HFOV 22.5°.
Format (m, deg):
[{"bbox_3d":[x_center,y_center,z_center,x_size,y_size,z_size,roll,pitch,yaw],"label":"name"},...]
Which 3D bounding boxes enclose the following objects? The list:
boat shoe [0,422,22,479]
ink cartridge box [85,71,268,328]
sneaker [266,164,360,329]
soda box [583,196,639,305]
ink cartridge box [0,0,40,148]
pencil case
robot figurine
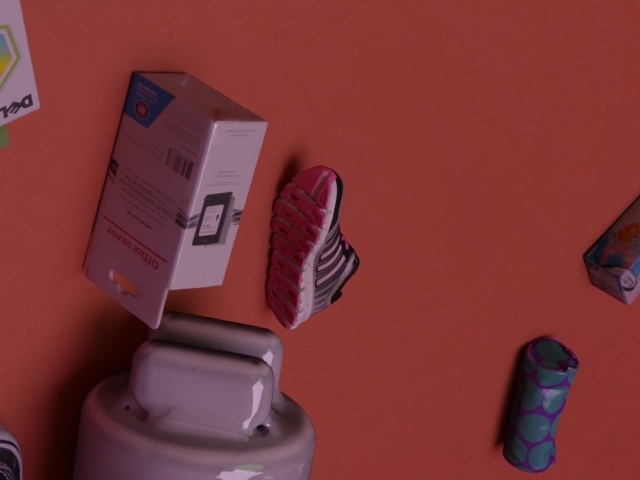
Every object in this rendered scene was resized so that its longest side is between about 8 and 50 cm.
[{"bbox_3d":[-0.294,0.293,1.316,0.108,0.102,0.301,2,115,-47],"label":"boat shoe"},{"bbox_3d":[-0.118,-0.032,1.275,0.060,0.104,0.180,-5,120,-46],"label":"ink cartridge box"},{"bbox_3d":[0.000,0.000,1.459,0.074,0.063,0.170,-19,134,-37],"label":"sneaker"},{"bbox_3d":[0.390,-0.014,1.867,0.183,0.058,0.063,-45,141,-15],"label":"soda box"},{"bbox_3d":[-0.259,-0.121,1.095,0.109,0.062,0.209,-29,135,-30],"label":"ink cartridge box"},{"bbox_3d":[0.257,0.193,1.865,0.070,0.064,0.152,0,119,-19],"label":"pencil case"},{"bbox_3d":[-0.117,0.244,1.372,0.300,0.199,0.354,-63,164,-72],"label":"robot figurine"}]
